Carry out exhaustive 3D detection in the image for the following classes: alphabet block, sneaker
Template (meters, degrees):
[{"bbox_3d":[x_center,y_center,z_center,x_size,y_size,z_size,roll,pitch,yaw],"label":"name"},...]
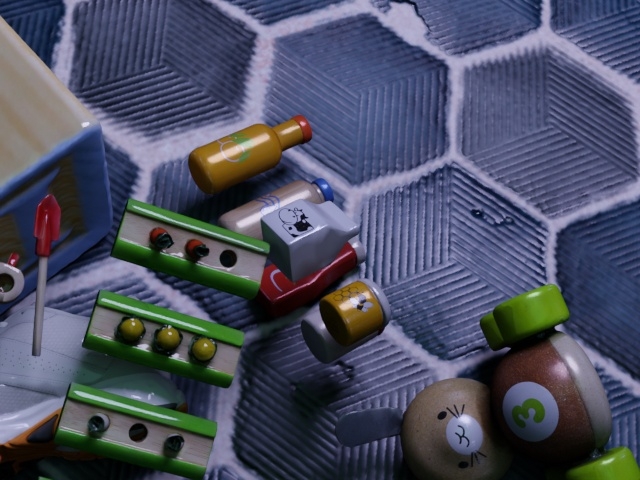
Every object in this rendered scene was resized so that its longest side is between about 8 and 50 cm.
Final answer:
[{"bbox_3d":[-0.292,-0.059,0.871,0.193,0.192,0.197,-38,75,-22],"label":"alphabet block"},{"bbox_3d":[-0.238,0.109,0.865,0.262,0.099,0.121,-8,60,-18],"label":"sneaker"}]

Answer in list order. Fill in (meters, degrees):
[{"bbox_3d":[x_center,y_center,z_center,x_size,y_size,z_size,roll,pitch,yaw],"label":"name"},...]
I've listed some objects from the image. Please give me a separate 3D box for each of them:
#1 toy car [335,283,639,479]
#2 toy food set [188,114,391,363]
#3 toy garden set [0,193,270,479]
[{"bbox_3d":[0.112,0.142,0.865,0.188,0.149,0.155,-22,81,-3],"label":"toy car"},{"bbox_3d":[0.000,0.000,0.914,0.104,0.111,0.232,-27,45,-22],"label":"toy food set"},{"bbox_3d":[-0.159,0.085,0.794,0.204,0.049,0.244,18,79,-14],"label":"toy garden set"}]
